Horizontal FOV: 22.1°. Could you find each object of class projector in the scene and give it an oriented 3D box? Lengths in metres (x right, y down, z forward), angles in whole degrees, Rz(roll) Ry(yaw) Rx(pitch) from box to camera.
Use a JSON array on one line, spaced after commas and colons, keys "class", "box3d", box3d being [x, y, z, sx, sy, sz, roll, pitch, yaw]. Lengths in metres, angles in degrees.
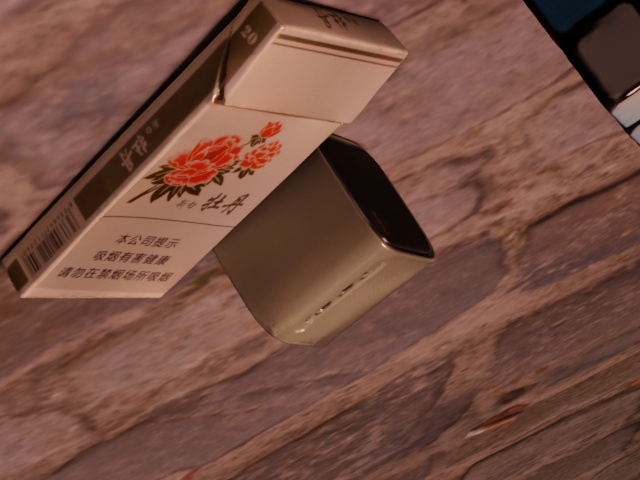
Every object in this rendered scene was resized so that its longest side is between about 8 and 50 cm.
[{"class": "projector", "box3d": [0.000, 0.000, 0.878, 0.082, 0.083, 0.083, -39, 158, 18]}]

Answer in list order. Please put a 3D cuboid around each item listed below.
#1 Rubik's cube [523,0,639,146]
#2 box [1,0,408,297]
[{"class": "Rubik's cube", "box3d": [0.162, -0.139, 0.714, 0.154, 0.151, 0.155, -37, 159, 15]}, {"class": "box", "box3d": [-0.057, -0.038, 0.794, 0.198, 0.029, 0.109, -43, 157, 26]}]
